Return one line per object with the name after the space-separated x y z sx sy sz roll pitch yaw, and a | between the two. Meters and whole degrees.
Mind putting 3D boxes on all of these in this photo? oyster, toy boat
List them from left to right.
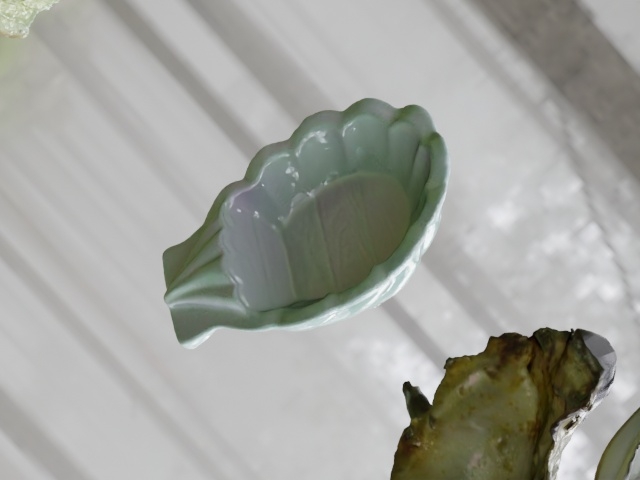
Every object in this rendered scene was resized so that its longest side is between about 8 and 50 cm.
0.000 0.000 1.697 0.290 0.100 0.199 -25 -129 18 | toy boat
0.116 0.234 1.323 0.221 0.096 0.361 147 -45 -64 | oyster

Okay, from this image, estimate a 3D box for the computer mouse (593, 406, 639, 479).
0.246 0.189 1.066 0.126 0.245 0.056 -42 180 -31 | computer mouse

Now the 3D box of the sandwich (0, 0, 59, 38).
-0.351 -0.286 1.821 0.122 0.236 0.128 -34 -173 46 | sandwich
